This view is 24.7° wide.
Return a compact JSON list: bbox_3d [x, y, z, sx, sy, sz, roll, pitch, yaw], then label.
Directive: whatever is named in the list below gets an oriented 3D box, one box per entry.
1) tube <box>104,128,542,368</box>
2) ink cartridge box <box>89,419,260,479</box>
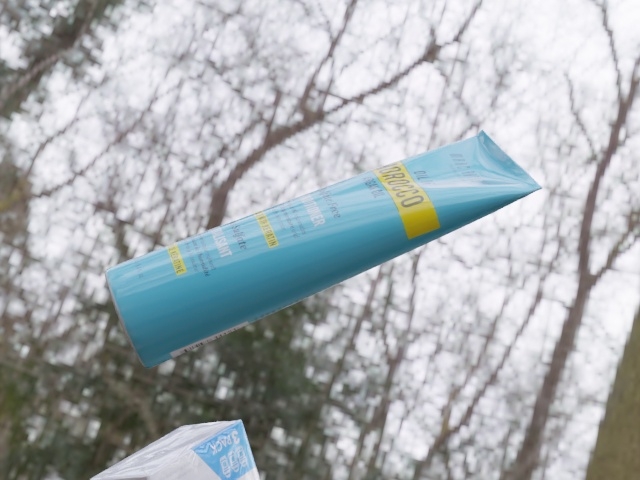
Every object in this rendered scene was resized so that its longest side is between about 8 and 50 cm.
[{"bbox_3d":[0.000,0.000,0.712,0.207,0.080,0.052,-22,-57,-5],"label":"tube"},{"bbox_3d":[-0.079,0.227,0.997,0.061,0.104,0.181,-11,-81,38],"label":"ink cartridge box"}]
